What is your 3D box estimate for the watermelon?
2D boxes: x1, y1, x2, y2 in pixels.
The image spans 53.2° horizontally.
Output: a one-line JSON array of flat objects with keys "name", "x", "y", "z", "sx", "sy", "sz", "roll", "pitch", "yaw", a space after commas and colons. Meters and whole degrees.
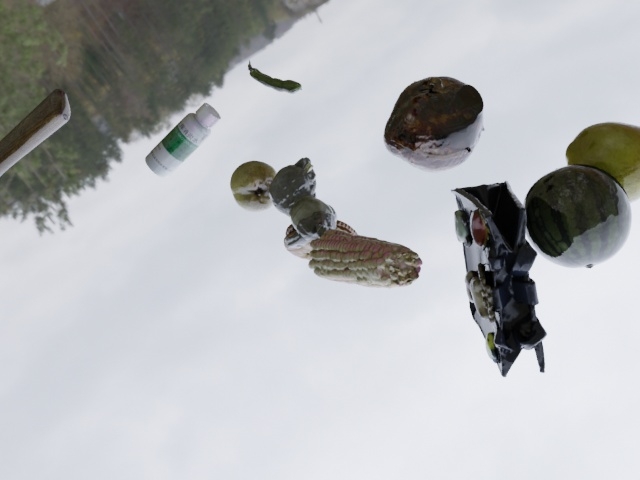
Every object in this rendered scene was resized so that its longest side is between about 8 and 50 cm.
[{"name": "watermelon", "x": 0.514, "y": -0.045, "z": 1.287, "sx": 0.212, "sy": 0.212, "sz": 0.212, "roll": -26, "pitch": -156, "yaw": 13}]

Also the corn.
[{"name": "corn", "x": 0.092, "y": 0.047, "z": 1.420, "sx": 0.127, "sy": 0.126, "sz": 0.335, "roll": -41, "pitch": -155, "yaw": -20}]

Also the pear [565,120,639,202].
[{"name": "pear", "x": 0.638, "y": -0.167, "z": 1.386, "sx": 0.200, "sy": 0.200, "sz": 0.200, "roll": -26, "pitch": -156, "yaw": 13}]

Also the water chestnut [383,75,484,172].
[{"name": "water chestnut", "x": 0.369, "y": -0.352, "z": 2.100, "sx": 0.335, "sy": 0.346, "sz": 0.335, "roll": 1, "pitch": -128, "yaw": -1}]

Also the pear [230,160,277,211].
[{"name": "pear", "x": -0.204, "y": -0.168, "z": 2.014, "sx": 0.167, "sy": 0.167, "sz": 0.136, "roll": -35, "pitch": -146, "yaw": -6}]

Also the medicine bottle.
[{"name": "medicine bottle", "x": -0.413, "y": -0.304, "z": 1.932, "sx": 0.260, "sy": 0.095, "sz": 0.095, "roll": -42, "pitch": -159, "yaw": 14}]

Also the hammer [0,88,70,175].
[{"name": "hammer", "x": -0.661, "y": -0.163, "z": 1.322, "sx": 0.409, "sy": 0.095, "sz": 0.242, "roll": -33, "pitch": -115, "yaw": 15}]

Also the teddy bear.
[{"name": "teddy bear", "x": -0.040, "y": -0.072, "z": 1.700, "sx": 0.144, "sy": 0.251, "sz": 0.171, "roll": -7, "pitch": 153, "yaw": -47}]

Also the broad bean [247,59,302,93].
[{"name": "broad bean", "x": -0.140, "y": -0.486, "z": 1.948, "sx": 0.227, "sy": 0.069, "sz": 0.039, "roll": 29, "pitch": -115, "yaw": 27}]

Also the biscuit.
[{"name": "biscuit", "x": 0.000, "y": 0.000, "z": 1.898, "sx": 0.221, "sy": 0.220, "sz": 0.066, "roll": -13, "pitch": -120, "yaw": 37}]

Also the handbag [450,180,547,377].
[{"name": "handbag", "x": 0.332, "y": 0.058, "z": 1.200, "sx": 0.122, "sy": 0.303, "sz": 0.329, "roll": -10, "pitch": -165, "yaw": 9}]
